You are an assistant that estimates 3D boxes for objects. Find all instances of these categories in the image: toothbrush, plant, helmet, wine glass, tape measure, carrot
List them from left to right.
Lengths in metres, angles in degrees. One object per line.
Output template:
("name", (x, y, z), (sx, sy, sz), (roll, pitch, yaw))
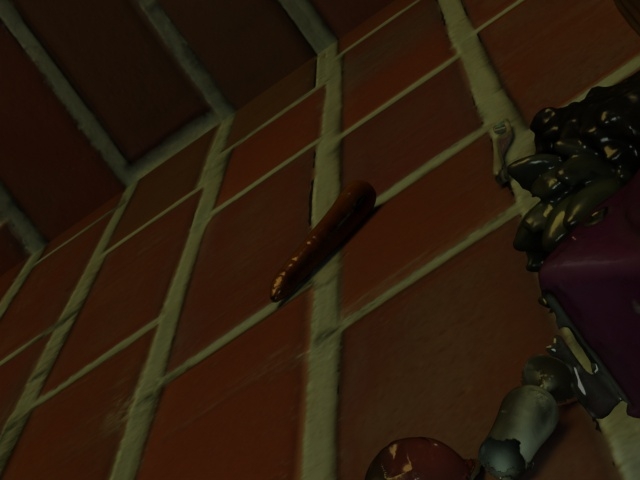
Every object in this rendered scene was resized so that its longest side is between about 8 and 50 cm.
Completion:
("carrot", (0.000, 0.000, 1.814), (0.037, 0.037, 0.190), (-23, 19, 48))
("helmet", (0.055, 0.141, 1.069), (0.065, 0.049, 0.084), (-27, 15, 43))
("toothbrush", (0.174, -0.088, 1.706), (0.022, 0.017, 0.204), (-22, 14, 12))
("wine glass", (0.121, 0.106, 1.055), (0.042, 0.039, 0.083), (-22, 22, 42))
("plant", (0.205, -0.040, 1.153), (0.194, 0.132, 0.129), (-34, 8, -14))
("tape measure", (0.251, -0.019, 0.887), (0.245, 0.149, 0.231), (-44, 13, -31))

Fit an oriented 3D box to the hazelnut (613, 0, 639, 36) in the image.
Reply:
("hazelnut", (0.326, -0.222, 1.369), (0.261, 0.241, 0.261), (-7, 7, 1))
